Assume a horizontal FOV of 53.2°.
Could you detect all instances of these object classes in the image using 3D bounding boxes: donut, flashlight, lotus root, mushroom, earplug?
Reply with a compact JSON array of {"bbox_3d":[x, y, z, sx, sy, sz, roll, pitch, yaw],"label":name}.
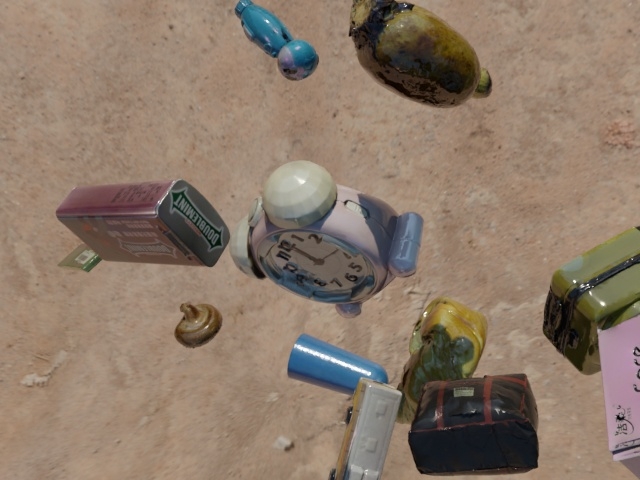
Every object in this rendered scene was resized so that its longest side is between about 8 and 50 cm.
[{"bbox_3d":[0.296,0.305,1.612,0.170,0.360,0.360,25,76,8],"label":"donut"},{"bbox_3d":[-0.054,-0.243,0.767,0.051,0.051,0.129,-37,71,-11],"label":"flashlight"},{"bbox_3d":[0.170,-0.304,1.073,0.314,0.169,0.141,22,117,-25],"label":"lotus root"},{"bbox_3d":[-0.286,0.199,1.493,0.109,0.085,0.126,26,46,10],"label":"mushroom"},{"bbox_3d":[0.057,0.361,1.767,0.273,0.132,0.132,16,76,19],"label":"earplug"}]

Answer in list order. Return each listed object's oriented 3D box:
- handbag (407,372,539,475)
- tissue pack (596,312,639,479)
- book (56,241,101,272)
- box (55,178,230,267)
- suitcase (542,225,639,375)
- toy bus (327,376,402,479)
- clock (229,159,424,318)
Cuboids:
[{"bbox_3d":[0.271,0.318,1.125,0.215,0.169,0.155,-10,102,18],"label":"handbag"},{"bbox_3d":[0.371,0.190,0.600,0.246,0.092,0.148,42,40,-19],"label":"tissue pack"},{"bbox_3d":[-0.536,-0.024,1.648,0.289,0.201,0.026,-48,117,-28],"label":"book"},{"bbox_3d":[-0.237,-0.021,0.839,0.224,0.120,0.069,-1,51,39],"label":"box"},{"bbox_3d":[0.482,0.101,1.022,0.235,0.194,0.143,-26,48,-11],"label":"suitcase"},{"bbox_3d":[0.081,0.399,1.199,0.092,0.106,0.268,17,80,-5],"label":"toy bus"},{"bbox_3d":[0.000,0.000,1.306,0.326,0.342,0.184,21,50,-16],"label":"clock"}]
